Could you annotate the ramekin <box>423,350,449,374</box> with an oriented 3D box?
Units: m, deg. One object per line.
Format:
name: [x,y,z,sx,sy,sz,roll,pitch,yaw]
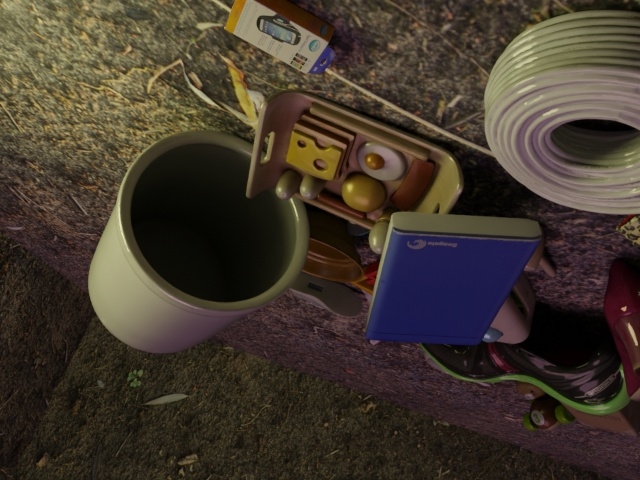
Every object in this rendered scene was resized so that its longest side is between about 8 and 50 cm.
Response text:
ramekin: [0.370,0.290,1.599,0.207,0.109,0.207,19,159,7]

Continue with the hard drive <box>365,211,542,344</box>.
hard drive: [0.194,0.075,0.973,0.210,0.040,0.319,3,143,-2]

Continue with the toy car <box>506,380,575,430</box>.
toy car: [0.594,0.423,1.697,0.188,0.149,0.155,37,145,-7]

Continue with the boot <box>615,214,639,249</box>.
boot: [0.498,-0.019,0.715,0.178,0.085,0.236,49,122,10]

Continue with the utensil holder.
utensil holder: [-0.250,0.030,1.145,0.327,0.327,0.385,28,147,-17]

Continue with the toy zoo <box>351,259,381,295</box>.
toy zoo: [0.191,0.109,1.430,0.192,0.030,0.293,27,158,-15]

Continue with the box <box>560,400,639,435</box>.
box: [0.668,0.358,1.463,0.148,0.121,0.311,1,151,42]

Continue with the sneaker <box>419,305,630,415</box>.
sneaker: [0.435,0.218,1.336,0.483,0.185,0.202,6,128,40]

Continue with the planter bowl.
planter bowl: [0.000,0.000,1.259,0.217,0.090,0.217,18,159,7]

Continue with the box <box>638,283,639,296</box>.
box: [0.699,0.103,0.806,0.318,0.097,0.395,37,154,-21]

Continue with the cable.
cable: [0.302,-0.126,0.656,0.257,0.089,0.257,21,160,-1]

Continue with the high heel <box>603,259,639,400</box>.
high heel: [0.585,0.174,1.075,0.127,0.181,0.377,-14,149,23]

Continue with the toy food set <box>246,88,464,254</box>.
toy food set: [0.039,-0.080,0.927,0.306,0.092,0.220,23,143,4]

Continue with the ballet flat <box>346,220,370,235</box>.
ballet flat: [0.094,-0.061,1.049,0.074,0.074,0.203,32,151,-27]

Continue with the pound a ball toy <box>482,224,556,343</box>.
pound a ball toy: [0.327,0.094,1.117,0.208,0.136,0.319,6,155,36]

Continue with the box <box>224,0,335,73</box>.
box: [-0.045,-0.259,0.751,0.136,0.028,0.081,24,159,-15]

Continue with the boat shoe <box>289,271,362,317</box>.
boat shoe: [0.007,0.143,1.646,0.227,0.079,0.081,25,169,4]
